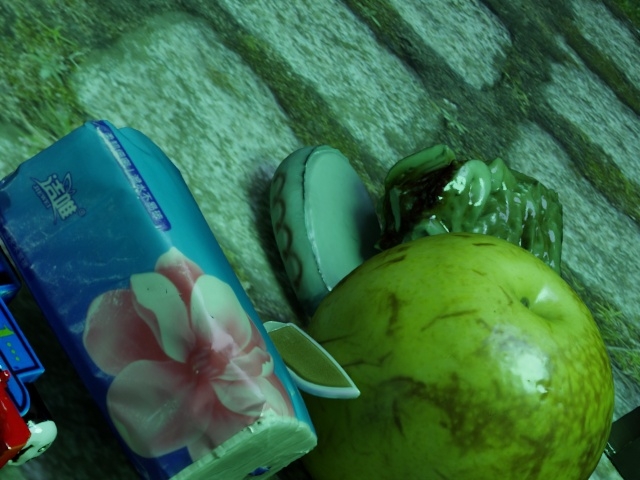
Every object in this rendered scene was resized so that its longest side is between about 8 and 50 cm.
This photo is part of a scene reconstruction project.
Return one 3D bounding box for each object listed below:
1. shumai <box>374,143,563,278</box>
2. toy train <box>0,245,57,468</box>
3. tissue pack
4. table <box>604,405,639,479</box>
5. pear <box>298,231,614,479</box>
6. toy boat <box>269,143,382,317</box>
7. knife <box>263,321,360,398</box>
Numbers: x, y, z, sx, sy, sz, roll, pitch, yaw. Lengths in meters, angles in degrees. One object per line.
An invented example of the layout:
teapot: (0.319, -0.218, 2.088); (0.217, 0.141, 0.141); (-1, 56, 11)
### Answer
shumai: (0.135, 0.011, 1.512); (0.218, 0.189, 0.256); (40, 35, -29)
toy train: (-0.259, 0.073, 1.038); (0.204, 0.083, 0.131); (56, 28, 15)
tissue pack: (-0.118, 0.059, 1.128); (0.269, 0.137, 0.209); (57, -1, 18)
table: (0.461, 0.240, 1.709); (0.193, 0.169, 0.172); (53, 29, 14)
pear: (0.112, 0.129, 1.279); (0.281, 0.281, 0.280); (33, 32, -24)
toy boat: (0.000, 0.000, 1.505); (0.134, 0.079, 0.207); (18, 51, -45)
knife: (-0.039, 0.079, 1.246); (0.046, 0.022, 0.256); (-15, 24, -25)
